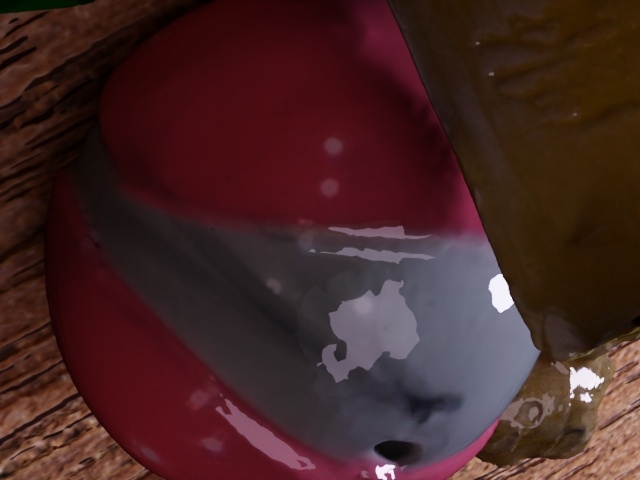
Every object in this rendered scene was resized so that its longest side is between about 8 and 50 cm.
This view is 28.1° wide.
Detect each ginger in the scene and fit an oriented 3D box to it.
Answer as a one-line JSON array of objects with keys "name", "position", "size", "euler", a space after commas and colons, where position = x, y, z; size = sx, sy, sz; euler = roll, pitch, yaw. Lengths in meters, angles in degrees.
[{"name": "ginger", "position": [0.115, 0.115, 0.918], "size": [0.334, 0.081, 0.148], "euler": [-21, 127, -16]}]

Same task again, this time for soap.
[{"name": "soap", "position": [0.114, -0.076, 0.548], "size": [0.135, 0.233, 0.076], "euler": [-23, 168, 14]}]

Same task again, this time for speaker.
[{"name": "speaker", "position": [0.000, 0.000, 0.703], "size": [0.294, 0.294, 0.294], "euler": [-15, 130, -20]}]

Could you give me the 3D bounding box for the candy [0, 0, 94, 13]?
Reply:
[{"name": "candy", "position": [-0.194, -0.139, 0.557], "size": [0.203, 0.078, 0.141], "euler": [-31, 145, -23]}]
